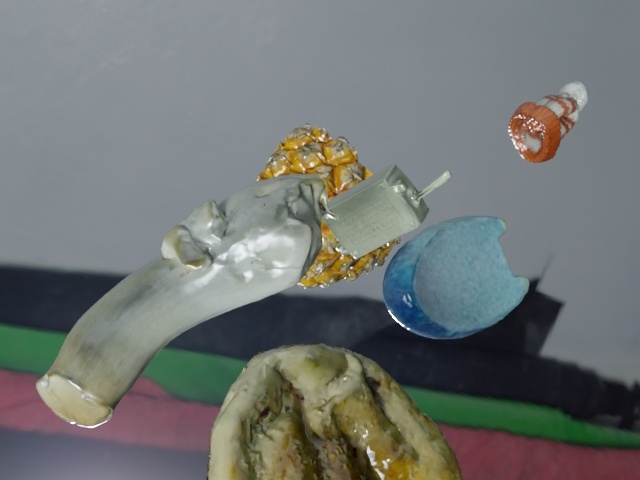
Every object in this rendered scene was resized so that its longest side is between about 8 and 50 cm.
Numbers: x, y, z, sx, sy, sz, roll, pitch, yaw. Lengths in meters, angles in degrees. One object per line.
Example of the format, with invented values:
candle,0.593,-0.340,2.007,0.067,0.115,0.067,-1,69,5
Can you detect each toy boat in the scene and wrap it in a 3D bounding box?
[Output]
toy boat,0.241,0.072,1.765,0.330,0.215,0.123,-25,-175,-38

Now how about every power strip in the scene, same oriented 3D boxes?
power strip,0.080,-0.042,1.098,0.075,0.175,0.042,52,-142,-14

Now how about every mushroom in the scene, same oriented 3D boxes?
mushroom,-0.100,0.040,0.742,0.278,0.099,0.096,-35,-115,-16

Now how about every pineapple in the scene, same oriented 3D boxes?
pineapple,-0.003,0.002,1.706,0.286,0.344,0.209,-44,-147,-22

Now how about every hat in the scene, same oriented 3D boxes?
hat,0.392,-0.209,1.563,0.162,0.112,0.093,-33,-122,-23

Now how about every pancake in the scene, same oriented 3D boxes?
pancake,0.030,0.299,1.136,0.387,0.082,0.386,20,-125,-31
